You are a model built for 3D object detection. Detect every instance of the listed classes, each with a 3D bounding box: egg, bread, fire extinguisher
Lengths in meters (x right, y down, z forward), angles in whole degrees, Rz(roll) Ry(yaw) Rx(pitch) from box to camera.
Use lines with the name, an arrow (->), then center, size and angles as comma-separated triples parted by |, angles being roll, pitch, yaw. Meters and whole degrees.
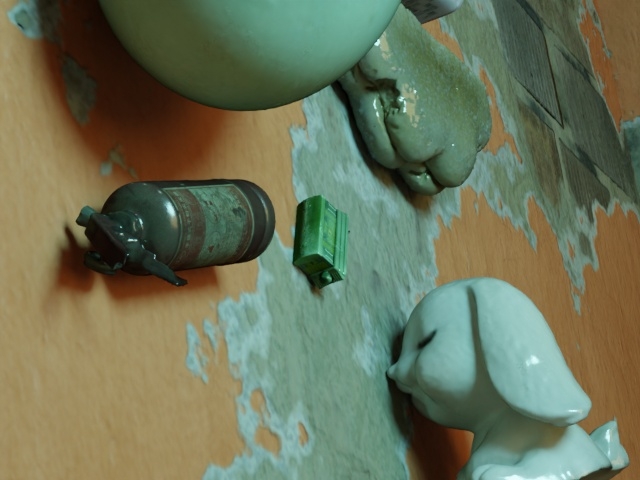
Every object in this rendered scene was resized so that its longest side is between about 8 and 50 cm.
egg -> -0.053, -0.268, 1.090 | 0.276, 0.276, 0.389 | 56, 28, -32
bread -> 0.116, -0.161, 1.576 | 0.337, 0.102, 0.183 | 31, 48, -54
fire extinguisher -> -0.109, -0.011, 1.012 | 0.252, 0.106, 0.075 | -5, 99, -65

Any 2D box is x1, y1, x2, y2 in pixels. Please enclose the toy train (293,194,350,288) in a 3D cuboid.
toy train -> 0.000, 0.000, 1.313 | 0.056, 0.038, 0.093 | 41, 39, -38

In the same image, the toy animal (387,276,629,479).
toy animal -> 0.193, 0.167, 1.403 | 0.272, 0.206, 0.265 | 89, -22, -65

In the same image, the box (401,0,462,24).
box -> 0.054, -0.392, 1.587 | 0.369, 0.112, 0.190 | 3, 70, -64
